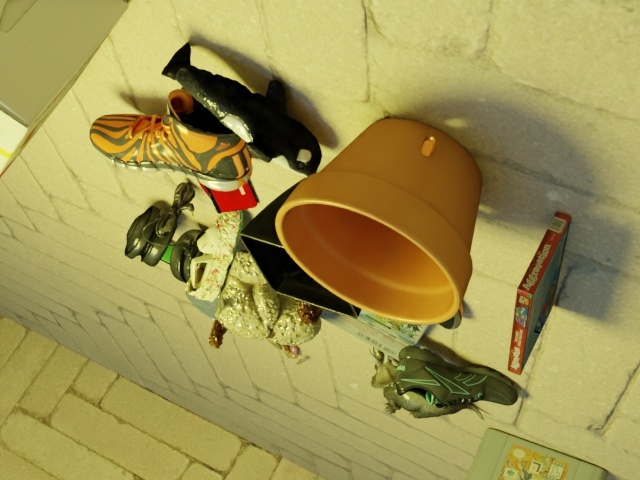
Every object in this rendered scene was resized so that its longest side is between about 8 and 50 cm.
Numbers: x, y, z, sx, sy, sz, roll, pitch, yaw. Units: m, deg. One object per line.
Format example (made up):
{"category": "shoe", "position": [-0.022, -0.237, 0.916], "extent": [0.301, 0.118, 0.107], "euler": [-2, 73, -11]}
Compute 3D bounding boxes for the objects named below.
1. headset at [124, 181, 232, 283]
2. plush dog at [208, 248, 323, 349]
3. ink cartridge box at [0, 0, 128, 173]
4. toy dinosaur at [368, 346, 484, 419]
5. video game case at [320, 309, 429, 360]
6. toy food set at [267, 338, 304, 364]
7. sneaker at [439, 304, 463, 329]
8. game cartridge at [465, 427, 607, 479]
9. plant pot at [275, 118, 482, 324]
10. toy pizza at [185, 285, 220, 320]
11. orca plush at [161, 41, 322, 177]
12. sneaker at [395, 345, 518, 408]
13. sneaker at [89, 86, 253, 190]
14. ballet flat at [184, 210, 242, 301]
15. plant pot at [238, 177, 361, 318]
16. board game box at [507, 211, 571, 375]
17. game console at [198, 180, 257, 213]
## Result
{"category": "headset", "position": [-0.312, -0.008, 1.958], "extent": [0.243, 0.185, 0.394], "euler": [24, 170, 4]}
{"category": "plush dog", "position": [-0.105, 0.155, 1.863], "extent": [0.225, 0.210, 0.262], "euler": [18, 158, -8]}
{"category": "ink cartridge box", "position": [-0.501, -0.274, 1.440], "extent": [0.160, 0.279, 0.385], "euler": [38, 155, -17]}
{"category": "toy dinosaur", "position": [0.227, 0.368, 2.028], "extent": [0.314, 0.121, 0.160], "euler": [32, 169, 8]}
{"category": "video game case", "position": [0.067, 0.126, 1.851], "extent": [0.329, 0.036, 0.300], "euler": [29, 156, 7]}
{"category": "toy food set", "position": [-0.093, 0.285, 2.353], "extent": [0.122, 0.019, 0.078], "euler": [41, 154, -5]}
{"category": "sneaker", "position": [0.187, 0.108, 1.626], "extent": [0.084, 0.083, 0.215], "euler": [-5, 139, 50]}
{"category": "game cartridge", "position": [0.488, 0.574, 2.026], "extent": [0.297, 0.198, 0.062], "euler": [15, 151, 30]}
{"category": "plant pot", "position": [0.107, -0.041, 1.284], "extent": [0.291, 0.203, 0.291], "euler": [23, 154, 12]}
{"category": "toy pizza", "position": [-0.267, 0.170, 2.314], "extent": [0.201, 0.032, 0.201], "euler": [24, 154, 12]}
{"category": "orca plush", "position": [-0.099, -0.220, 1.369], "extent": [0.287, 0.102, 0.151], "euler": [41, -160, 0]}
{"category": "sneaker", "position": [0.284, 0.314, 1.849], "extent": [0.267, 0.106, 0.101], "euler": [17, 153, 3]}
{"category": "sneaker", "position": [-0.272, -0.205, 1.534], "extent": [0.321, 0.124, 0.180], "euler": [12, 147, 13]}
{"category": "ballet flat", "position": [-0.226, 0.034, 1.822], "extent": [0.077, 0.091, 0.241], "euler": [2, 125, -27]}
{"category": "plant pot", "position": [0.000, 0.000, 1.530], "extent": [0.188, 0.167, 0.187], "euler": [15, 151, 29]}
{"category": "board game box", "position": [0.334, 0.090, 1.349], "extent": [0.027, 0.145, 0.281], "euler": [24, 154, 21]}
{"category": "game console", "position": [-0.197, -0.127, 1.697], "extent": [0.124, 0.085, 0.144], "euler": [-9, 146, 8]}
